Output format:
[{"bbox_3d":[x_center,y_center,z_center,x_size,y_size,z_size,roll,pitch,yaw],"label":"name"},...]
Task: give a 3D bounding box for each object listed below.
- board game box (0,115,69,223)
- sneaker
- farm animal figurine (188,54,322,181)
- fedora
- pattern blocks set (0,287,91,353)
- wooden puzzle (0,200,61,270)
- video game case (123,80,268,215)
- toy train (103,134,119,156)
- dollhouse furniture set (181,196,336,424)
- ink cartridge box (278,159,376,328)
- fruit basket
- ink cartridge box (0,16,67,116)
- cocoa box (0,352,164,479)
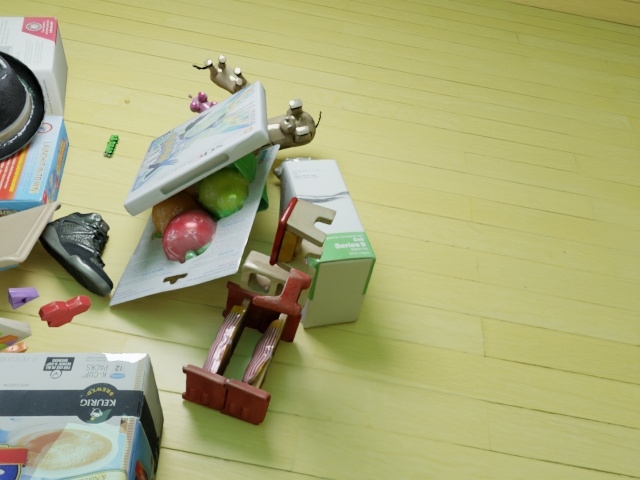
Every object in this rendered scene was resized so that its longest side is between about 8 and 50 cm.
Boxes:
[{"bbox_3d":[-0.755,-0.162,1.224,0.302,0.086,0.308,-1,48,-12],"label":"board game box"},{"bbox_3d":[-0.470,0.015,1.111,0.227,0.087,0.130,36,57,28],"label":"sneaker"},{"bbox_3d":[-0.158,-0.282,1.363,0.327,0.172,0.330,1,86,-1],"label":"farm animal figurine"},{"bbox_3d":[-0.763,-0.313,1.133,0.334,0.152,0.334,7,69,-19],"label":"fedora"},{"bbox_3d":[-0.554,0.168,0.833,0.325,0.285,0.026,-32,73,6],"label":"pattern blocks set"},{"bbox_3d":[-0.633,0.013,1.043,0.221,0.044,0.238,-15,30,4],"label":"wooden puzzle"},{"bbox_3d":[-0.246,-0.203,1.120,0.300,0.036,0.329,-27,30,9],"label":"video game case"},{"bbox_3d":[-0.535,-0.243,1.388,0.024,0.017,0.083,-1,47,2],"label":"toy train"},{"bbox_3d":[-0.111,0.116,0.890,0.152,0.374,0.201,20,45,2],"label":"dollhouse furniture set"},{"bbox_3d":[0.000,0.000,1.125,0.122,0.211,0.289,-6,49,-15],"label":"ink cartridge box"},{"bbox_3d":[-0.244,-0.033,1.105,0.327,0.165,0.353,-16,48,27],"label":"fruit basket"},{"bbox_3d":[-0.886,-0.451,1.418,0.385,0.160,0.279,-5,50,-16],"label":"ink cartridge box"},{"bbox_3d":[-0.414,0.308,0.747,0.347,0.231,0.228,2,48,-8],"label":"cocoa box"}]
